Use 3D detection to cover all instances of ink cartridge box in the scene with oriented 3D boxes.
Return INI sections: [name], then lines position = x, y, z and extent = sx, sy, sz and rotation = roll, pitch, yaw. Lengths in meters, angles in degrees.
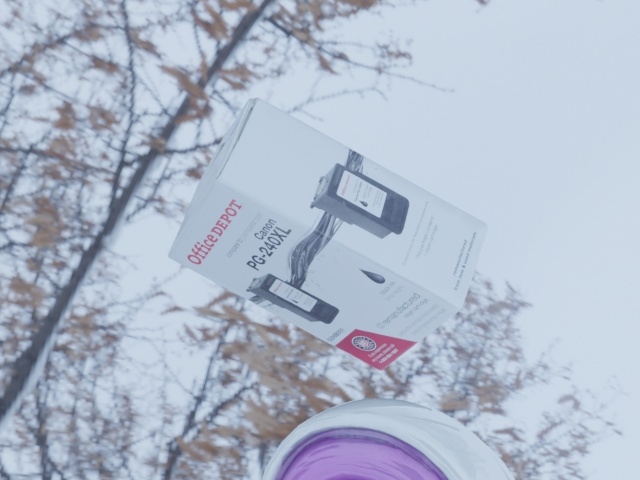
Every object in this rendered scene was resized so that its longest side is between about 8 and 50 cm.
[ink cartridge box]
position = 0.000, 0.000, 0.647
extent = 0.109, 0.150, 0.063
rotation = -49, -164, 57

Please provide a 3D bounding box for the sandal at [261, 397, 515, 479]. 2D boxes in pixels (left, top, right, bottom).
[sandal]
position = -0.005, 0.270, 0.432
extent = 0.169, 0.102, 0.416
rotation = -2, -93, 37
